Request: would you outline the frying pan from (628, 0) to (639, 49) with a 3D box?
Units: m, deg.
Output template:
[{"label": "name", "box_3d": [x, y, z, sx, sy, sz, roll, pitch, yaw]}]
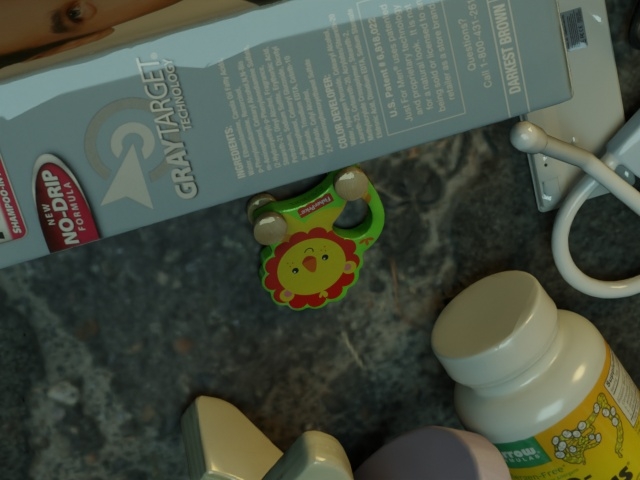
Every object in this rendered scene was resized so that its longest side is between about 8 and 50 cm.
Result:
[{"label": "frying pan", "box_3d": [0.302, -0.278, 1.087, 0.197, 0.053, 0.326, -3, 125, -4]}]

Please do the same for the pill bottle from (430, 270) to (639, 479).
[{"label": "pill bottle", "box_3d": [0.167, 0.124, 1.219, 0.117, 0.117, 0.208, -34, 117, 6]}]

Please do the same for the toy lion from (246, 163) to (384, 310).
[{"label": "toy lion", "box_3d": [0.000, 0.000, 1.177, 0.100, 0.034, 0.096, -29, 124, 3]}]

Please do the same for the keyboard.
[{"label": "keyboard", "box_3d": [0.159, -0.138, 1.151, 0.072, 0.014, 0.256, -19, 118, -8]}]

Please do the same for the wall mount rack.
[{"label": "wall mount rack", "box_3d": [0.271, -0.094, 1.115, 0.304, 0.130, 0.350, 34, 104, -31]}]

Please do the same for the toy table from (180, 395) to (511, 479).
[{"label": "toy table", "box_3d": [-0.006, 0.227, 1.177, 0.160, 0.252, 0.274, 14, 120, -29]}]

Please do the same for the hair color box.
[{"label": "hair color box", "box_3d": [-0.062, -0.112, 1.020, 0.374, 0.185, 0.114, -17, 118, -3]}]
